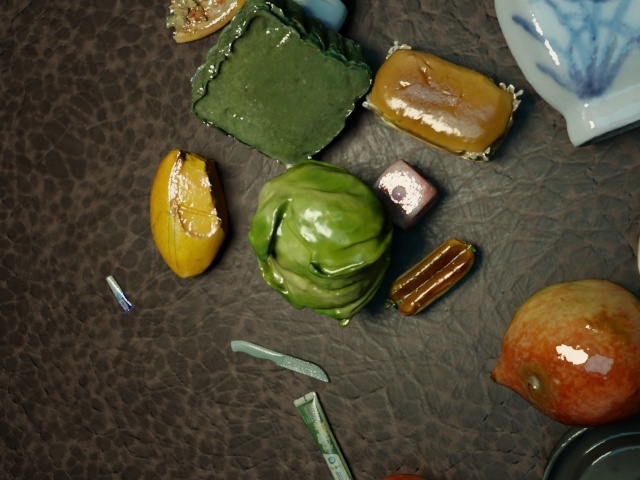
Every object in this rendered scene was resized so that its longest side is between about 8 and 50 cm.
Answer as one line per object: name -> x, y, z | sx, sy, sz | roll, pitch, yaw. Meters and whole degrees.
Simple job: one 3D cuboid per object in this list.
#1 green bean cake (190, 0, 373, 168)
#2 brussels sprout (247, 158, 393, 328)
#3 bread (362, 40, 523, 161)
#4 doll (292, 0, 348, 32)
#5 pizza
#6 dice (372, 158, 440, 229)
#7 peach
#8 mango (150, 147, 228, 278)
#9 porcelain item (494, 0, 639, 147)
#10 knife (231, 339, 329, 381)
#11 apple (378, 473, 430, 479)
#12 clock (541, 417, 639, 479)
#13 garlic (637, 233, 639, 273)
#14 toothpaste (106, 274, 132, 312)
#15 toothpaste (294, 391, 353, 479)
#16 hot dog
green bean cake -> -0.067, -0.271, 1.112 | 0.255, 0.132, 0.241 | 24, 122, -24
brussels sprout -> 0.001, -0.002, 1.086 | 0.227, 0.259, 0.294 | -34, 44, -17
bread -> 0.205, -0.232, 1.102 | 0.241, 0.107, 0.136 | 28, 96, 16
doll -> -0.024, -0.474, 1.157 | 0.177, 0.141, 0.314 | 17, 92, 8
pizza -> -0.245, -0.501, 1.278 | 0.185, 0.052, 0.195 | -27, 82, 14
dice -> 0.146, -0.079, 1.130 | 0.093, 0.091, 0.094 | 45, 104, 13
peach -> 0.384, 0.177, 0.983 | 0.257, 0.232, 0.232 | -28, 82, 14
mango -> -0.252, -0.051, 1.247 | 0.154, 0.126, 0.252 | 4, 99, 7
porcelain item -> 0.404, -0.360, 0.995 | 0.243, 0.178, 0.405 | -21, 84, 18
knife -> -0.078, 0.229, 1.249 | 0.210, 0.015, 0.028 | 14, 88, 17
apple -> 0.149, 0.502, 1.106 | 0.201, 0.162, 0.201 | -3, 78, 16
clock -> 0.512, 0.418, 1.016 | 0.325, 0.067, 0.325 | 1, 95, 17
garlic -> 0.626, -0.006, 0.951 | 0.279, 0.132, 0.325 | 20, 94, 18
toothpaste -> -0.425, 0.113, 1.364 | 0.024, 0.015, 0.083 | -34, 86, 15
toothpaste -> 0.014, 0.384, 1.212 | 0.049, 0.031, 0.204 | -30, 80, 15
hot dog -> 0.193, 0.067, 1.135 | 0.188, 0.055, 0.072 | -39, 76, 15
